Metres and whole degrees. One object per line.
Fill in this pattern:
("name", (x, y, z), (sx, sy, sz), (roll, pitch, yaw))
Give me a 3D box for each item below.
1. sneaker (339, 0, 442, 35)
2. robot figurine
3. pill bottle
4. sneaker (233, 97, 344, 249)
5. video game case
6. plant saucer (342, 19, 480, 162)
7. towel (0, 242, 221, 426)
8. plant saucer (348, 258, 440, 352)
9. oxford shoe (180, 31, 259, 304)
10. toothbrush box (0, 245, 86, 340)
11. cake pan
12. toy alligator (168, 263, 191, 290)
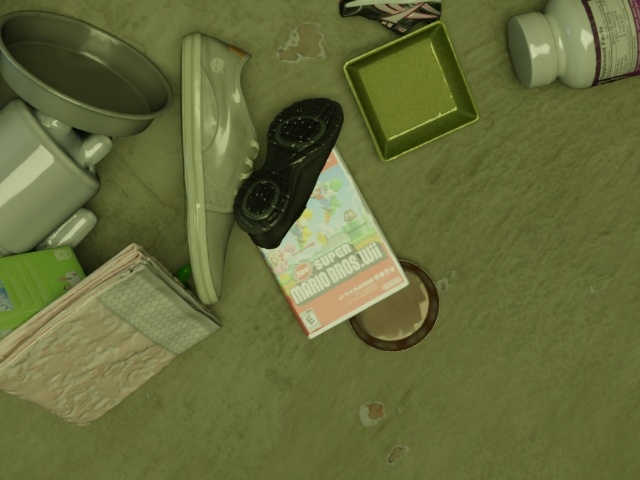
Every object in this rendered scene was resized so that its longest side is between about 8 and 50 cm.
("sneaker", (0.122, -0.380, 1.888), (0.178, 0.072, 0.077), (-4, 111, 0))
("robot figurine", (-0.496, -0.087, 1.803), (0.353, 0.200, 0.300), (-40, 110, 1))
("pill bottle", (0.475, -0.348, 1.879), (0.301, 0.169, 0.169), (-14, 101, -3))
("sneaker", (-0.049, -0.113, 1.874), (0.109, 0.130, 0.286), (25, 70, 20))
("video game case", (0.000, 0.000, 1.944), (0.204, 0.025, 0.285), (-29, 94, 0))
("plant saucer", (0.152, -0.255, 1.916), (0.188, 0.045, 0.188), (-25, 108, -2))
("towel", (-0.346, 0.169, 1.826), (0.317, 0.332, 0.053), (-36, 61, 1))
("plant saucer", (0.127, 0.114, 1.993), (0.168, 0.029, 0.169), (-1, 100, -5))
("oxford shoe", (-0.165, -0.117, 1.853), (0.130, 0.169, 0.450), (0, 93, -10))
("toothbrush box", (-0.520, 0.138, 1.775), (0.283, 0.122, 0.206), (-13, 145, -35))
("cake pan", (-0.373, -0.258, 1.757), (0.293, 0.293, 0.054), (27, 117, -10))
("toy alligator", (-0.281, 0.116, 1.941), (0.189, 0.056, 0.051), (-45, 142, 3))
